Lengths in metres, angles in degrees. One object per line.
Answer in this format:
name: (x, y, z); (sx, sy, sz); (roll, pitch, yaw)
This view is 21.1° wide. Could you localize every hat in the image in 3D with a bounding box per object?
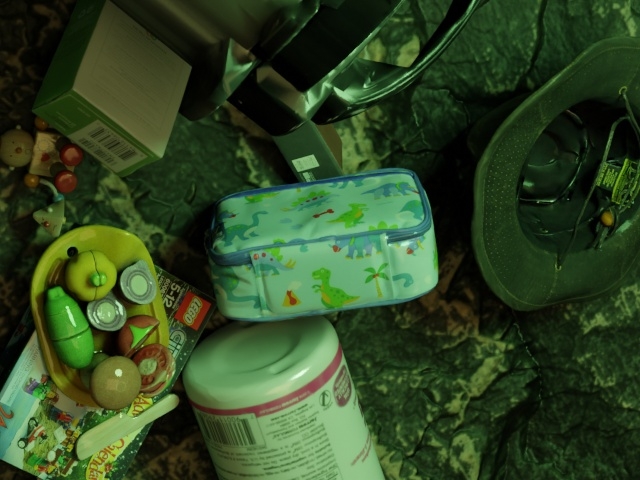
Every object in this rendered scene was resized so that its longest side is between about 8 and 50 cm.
hat: (0.241, -0.086, 1.777); (0.331, 0.134, 0.331); (-23, 129, -31)

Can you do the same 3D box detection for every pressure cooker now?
pressure cooker: (-0.038, -0.310, 1.393); (0.420, 0.375, 0.370); (37, 114, -14)

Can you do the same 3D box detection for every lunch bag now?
lunch bag: (0.000, 0.000, 1.651); (0.219, 0.176, 0.090); (-8, 112, 4)

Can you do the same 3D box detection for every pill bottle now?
pill bottle: (-0.024, 0.225, 1.742); (0.160, 0.160, 0.283); (-25, 116, -16)

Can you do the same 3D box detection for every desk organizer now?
desk organizer: (-0.021, -0.115, 1.691); (0.047, 0.050, 0.130); (-16, 136, 16)

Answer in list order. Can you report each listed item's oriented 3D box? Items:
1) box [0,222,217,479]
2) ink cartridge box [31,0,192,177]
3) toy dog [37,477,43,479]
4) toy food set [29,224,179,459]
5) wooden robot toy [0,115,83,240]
box: (-0.222, 0.122, 1.662); (0.159, 0.044, 0.233); (31, 83, -29)
ink cartridge box: (-0.174, -0.174, 1.569); (0.109, 0.062, 0.209); (38, 49, -30)
toy dog: (-0.315, 0.316, 1.669); (0.220, 0.161, 0.333); (-56, 133, -8)
toy food set: (-0.190, 0.095, 1.607); (0.128, 0.071, 0.218); (-21, 109, -24)
wooden robot toy: (-0.261, -0.089, 1.582); (0.079, 0.076, 0.173); (9, 103, -16)
